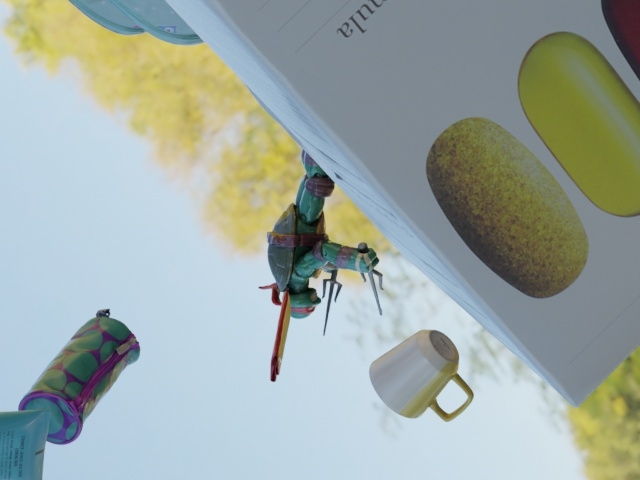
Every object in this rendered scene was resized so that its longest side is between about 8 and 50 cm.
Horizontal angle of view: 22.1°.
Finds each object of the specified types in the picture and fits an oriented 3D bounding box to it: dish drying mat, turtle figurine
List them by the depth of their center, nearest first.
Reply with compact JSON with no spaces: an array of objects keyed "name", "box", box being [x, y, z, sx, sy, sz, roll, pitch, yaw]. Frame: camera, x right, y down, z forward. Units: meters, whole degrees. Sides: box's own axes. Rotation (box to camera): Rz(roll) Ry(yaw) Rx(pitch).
[{"name":"dish drying mat","box":[-0.033,0.080,1.376,0.083,0.008,0.032,-79,-9,-52]},{"name":"turtle figurine","box":[0.000,0.000,1.775,0.175,0.118,0.234,-156,68,-68]}]

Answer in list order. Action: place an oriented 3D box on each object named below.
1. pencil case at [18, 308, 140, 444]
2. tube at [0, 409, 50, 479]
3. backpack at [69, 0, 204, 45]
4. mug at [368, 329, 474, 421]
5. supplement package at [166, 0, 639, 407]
[{"name":"pencil case","box":[-0.228,0.131,1.570,0.064,0.070,0.152,62,-151,-18]},{"name":"tube","box":[-0.324,0.169,1.317,0.052,0.207,0.080,-108,24,-52]},{"name":"backpack","box":[-0.112,-0.224,1.137,0.188,0.144,0.166,39,-136,5]},{"name":"mug","box":[0.091,0.111,1.400,0.078,0.064,0.062,25,-146,-32]},{"name":"supplement package","box":[0.047,-0.079,0.585,0.244,0.139,0.134,45,179,-37]}]
